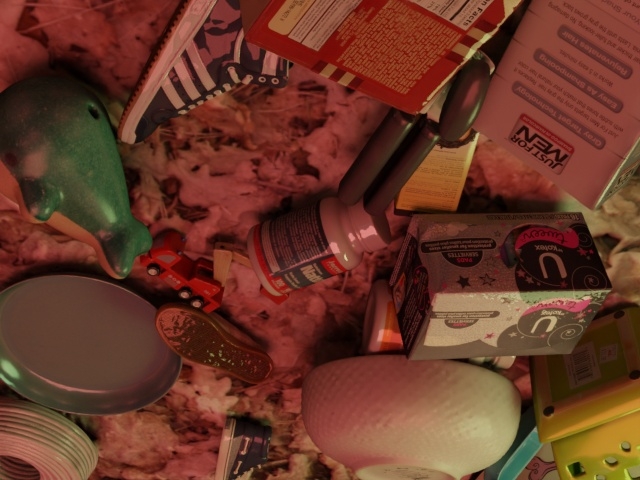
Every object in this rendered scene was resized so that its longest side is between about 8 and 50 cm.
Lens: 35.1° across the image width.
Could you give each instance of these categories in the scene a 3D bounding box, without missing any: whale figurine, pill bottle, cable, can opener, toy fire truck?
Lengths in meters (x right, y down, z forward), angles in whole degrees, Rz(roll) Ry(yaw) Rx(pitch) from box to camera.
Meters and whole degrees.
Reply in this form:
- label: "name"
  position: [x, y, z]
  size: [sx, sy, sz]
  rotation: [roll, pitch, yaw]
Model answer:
- label: "whale figurine"
  position: [-0.298, -0.086, 1.267]
  size: [0.141, 0.216, 0.272]
  rotation: [-33, 102, 25]
- label: "pill bottle"
  position: [0.000, 0.000, 1.397]
  size: [0.180, 0.108, 0.108]
  rotation: [-21, 127, 19]
- label: "cable"
  position: [-0.514, 0.365, 1.722]
  size: [0.257, 0.089, 0.257]
  rotation: [2, 135, 10]
- label: "can opener"
  position: [0.110, -0.121, 1.221]
  size: [0.076, 0.095, 0.283]
  rotation: [22, 131, -16]
- label: "pill bottle"
  position: [0.177, 0.130, 1.494]
  size: [0.216, 0.121, 0.121]
  rotation: [9, 130, -5]
- label: "toy fire truck"
  position: [-0.151, 0.042, 1.473]
  size: [0.135, 0.047, 0.192]
  rotation: [-33, 121, 31]

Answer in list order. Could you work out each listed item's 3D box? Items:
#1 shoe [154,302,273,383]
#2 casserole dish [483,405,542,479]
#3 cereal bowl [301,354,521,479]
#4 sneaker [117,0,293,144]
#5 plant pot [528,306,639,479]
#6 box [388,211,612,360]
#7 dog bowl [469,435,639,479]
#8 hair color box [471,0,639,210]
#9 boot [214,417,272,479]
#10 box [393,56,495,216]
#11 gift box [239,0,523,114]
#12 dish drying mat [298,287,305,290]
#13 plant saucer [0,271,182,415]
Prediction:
- label: "shoe"
  position: [-0.168, 0.154, 1.556]
  size: [0.219, 0.058, 0.076]
  rotation: [35, 99, -30]
- label: "casserole dish"
  position: [0.323, 0.341, 1.661]
  size: [0.037, 0.188, 0.114]
  rotation: [32, 147, 28]
- label: "cereal bowl"
  position: [0.134, 0.292, 1.543]
  size: [0.339, 0.141, 0.339]
  rotation: [4, 154, 2]
- label: "sneaker"
  position: [-0.132, -0.201, 1.237]
  size: [0.153, 0.099, 0.282]
  rotation: [27, 123, -17]
- label: "plant pot"
  position: [0.440, 0.248, 1.526]
  size: [0.227, 0.228, 0.207]
  rotation: [-26, 119, 22]
- label: "box"
  position: [0.239, 0.062, 1.376]
  size: [0.247, 0.142, 0.163]
  rotation: [-1, 141, -13]
- label: "dog bowl"
  position: [0.463, 0.521, 1.802]
  size: [0.408, 0.150, 0.408]
  rotation: [1, 131, 2]
- label: "hair color box"
  position: [0.336, -0.239, 1.116]
  size: [0.185, 0.113, 0.374]
  rotation: [38, 128, 18]
- label: "boot"
  position: [-0.137, 0.390, 1.760]
  size: [0.086, 0.069, 0.190]
  rotation: [10, 129, -3]
- label: "box"
  position: [0.157, -0.131, 1.313]
  size: [0.087, 0.058, 0.232]
  rotation: [7, 131, -3]
- label: "gift box"
  position: [0.047, -0.329, 1.012]
  size: [0.276, 0.258, 0.255]
  rotation: [24, 129, -33]
- label: "dish drying mat"
  position: [-0.047, 0.044, 1.502]
  size: [0.032, 0.008, 0.083]
  rotation: [-11, 129, 12]
- label: "plant saucer"
  position: [-0.373, 0.159, 1.590]
  size: [0.318, 0.043, 0.317]
  rotation: [1, 130, 2]
